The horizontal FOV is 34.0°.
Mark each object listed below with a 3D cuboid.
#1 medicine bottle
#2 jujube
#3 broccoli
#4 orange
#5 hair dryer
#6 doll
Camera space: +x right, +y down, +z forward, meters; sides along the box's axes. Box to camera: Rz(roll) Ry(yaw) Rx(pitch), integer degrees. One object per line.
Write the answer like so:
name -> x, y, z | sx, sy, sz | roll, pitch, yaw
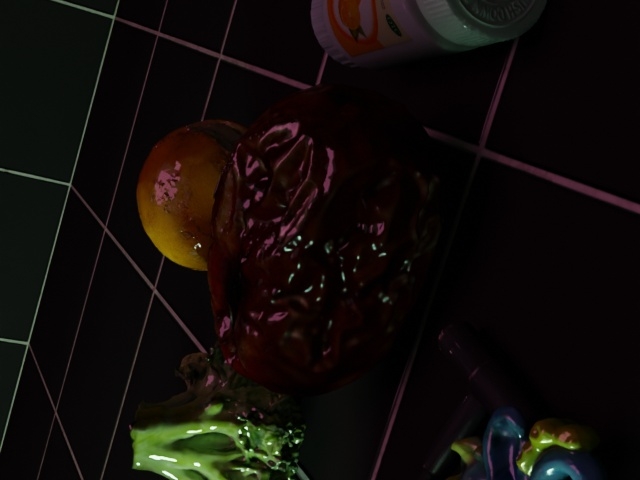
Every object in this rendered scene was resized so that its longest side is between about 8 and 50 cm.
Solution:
medicine bottle -> 0.116, -0.294, 1.257 | 0.318, 0.158, 0.158 | 2, 80, 64
jujube -> 0.000, -0.002, 1.251 | 0.376, 0.276, 0.276 | -68, 28, 23
broccoli -> -0.151, 0.279, 1.438 | 0.288, 0.246, 0.248 | -98, 23, -45
orange -> -0.170, -0.069, 1.638 | 0.240, 0.240, 0.240 | -36, 48, 53
hair dryer -> 0.153, 0.210, 1.095 | 0.173, 0.050, 0.194 | -125, 48, -57
doll -> 0.164, 0.321, 0.933 | 0.346, 0.099, 0.341 | -16, 74, 58
